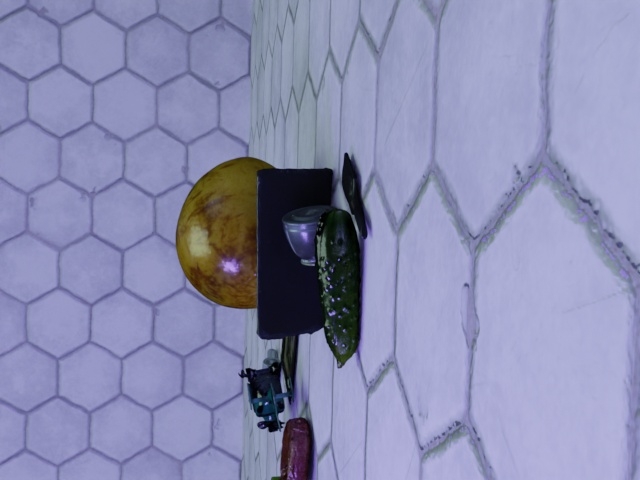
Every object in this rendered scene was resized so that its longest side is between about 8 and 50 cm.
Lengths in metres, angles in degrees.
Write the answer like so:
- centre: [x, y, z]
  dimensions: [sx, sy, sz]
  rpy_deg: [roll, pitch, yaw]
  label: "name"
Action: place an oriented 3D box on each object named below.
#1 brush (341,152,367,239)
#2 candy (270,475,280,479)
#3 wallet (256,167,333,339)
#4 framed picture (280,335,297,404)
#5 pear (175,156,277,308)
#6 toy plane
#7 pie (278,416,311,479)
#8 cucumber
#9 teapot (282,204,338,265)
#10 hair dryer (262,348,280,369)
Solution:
- centre: [0.047, -0.059, 1.111]
  dimensions: [0.193, 0.016, 0.062]
  rpy_deg: [-105, 12, -57]
  label: "brush"
- centre: [-0.069, 0.586, 1.603]
  dimensions: [0.194, 0.062, 0.097]
  rpy_deg: [-108, 20, -65]
  label: "candy"
- centre: [-0.045, 0.020, 1.302]
  dimensions: [0.030, 0.146, 0.285]
  rpy_deg: [10, 101, 52]
  label: "wallet"
- centre: [-0.072, 0.246, 1.803]
  dimensions: [0.199, 0.010, 0.195]
  rpy_deg: [-111, 23, -65]
  label: "framed picture"
- centre: [-0.135, -0.011, 1.437]
  dimensions: [0.281, 0.281, 0.280]
  rpy_deg: [-179, 90, -80]
  label: "pear"
- centre: [-0.113, 0.349, 1.720]
  dimensions: [0.381, 0.106, 0.155]
  rpy_deg: [116, 142, -73]
  label: "toy plane"
- centre: [-0.049, 0.434, 1.525]
  dimensions: [0.182, 0.050, 0.182]
  rpy_deg: [-175, 90, -83]
  label: "pie"
- centre: [0.026, 0.069, 1.096]
  dimensions: [0.069, 0.069, 0.227]
  rpy_deg: [-152, 58, -79]
  label: "cucumber"
- centre: [-0.009, 0.001, 1.237]
  dimensions: [0.124, 0.092, 0.090]
  rpy_deg: [-101, 0, -70]
  label: "teapot"
- centre: [-0.130, 0.329, 2.049]
  dimensions: [0.137, 0.047, 0.082]
  rpy_deg: [-97, 11, -66]
  label: "hair dryer"
